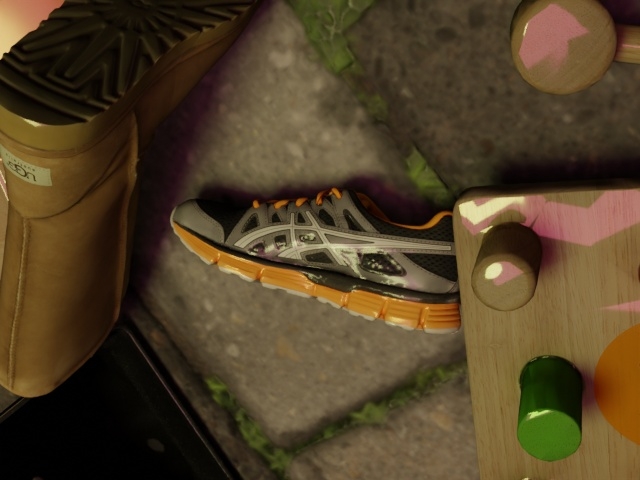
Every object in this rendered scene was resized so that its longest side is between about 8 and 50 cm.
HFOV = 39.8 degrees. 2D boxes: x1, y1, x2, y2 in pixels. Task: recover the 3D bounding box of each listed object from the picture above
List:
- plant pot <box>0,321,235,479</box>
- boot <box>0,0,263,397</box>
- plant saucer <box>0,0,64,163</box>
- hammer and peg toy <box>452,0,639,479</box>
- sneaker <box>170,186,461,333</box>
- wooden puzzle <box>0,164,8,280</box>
[{"bbox_3d":[-0.209,0.208,0.703,0.167,0.187,0.188,-26,102,38],"label":"plant pot"},{"bbox_3d":[-0.139,-0.049,0.593,0.089,0.236,0.269,33,141,9],"label":"boot"},{"bbox_3d":[-0.230,-0.153,0.604,0.200,0.037,0.200,-1,109,-3],"label":"plant saucer"},{"bbox_3d":[0.215,0.033,0.515,0.266,0.127,0.361,-1,111,18],"label":"hammer and peg toy"},{"bbox_3d":[0.000,0.000,0.606,0.215,0.084,0.083,15,91,14],"label":"sneaker"},{"bbox_3d":[-0.334,-0.066,0.703,0.221,0.044,0.239,-12,112,21],"label":"wooden puzzle"}]
